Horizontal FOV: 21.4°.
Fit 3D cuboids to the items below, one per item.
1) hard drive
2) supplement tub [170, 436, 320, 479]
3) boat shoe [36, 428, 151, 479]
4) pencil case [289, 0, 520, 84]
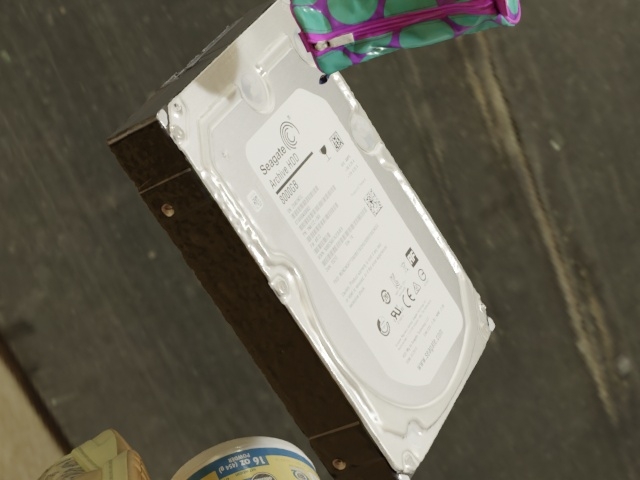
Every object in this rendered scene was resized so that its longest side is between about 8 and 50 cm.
[{"bbox_3d":[0.000,0.000,1.310,0.064,0.237,0.339,-24,106,34],"label":"hard drive"},{"bbox_3d":[-0.040,0.274,1.385,0.144,0.200,0.144,-14,132,-16],"label":"supplement tub"},{"bbox_3d":[-0.114,0.164,0.856,0.089,0.285,0.104,-26,93,-10],"label":"boat shoe"},{"bbox_3d":[0.059,-0.159,1.171,0.151,0.070,0.064,-14,117,18],"label":"pencil case"}]
